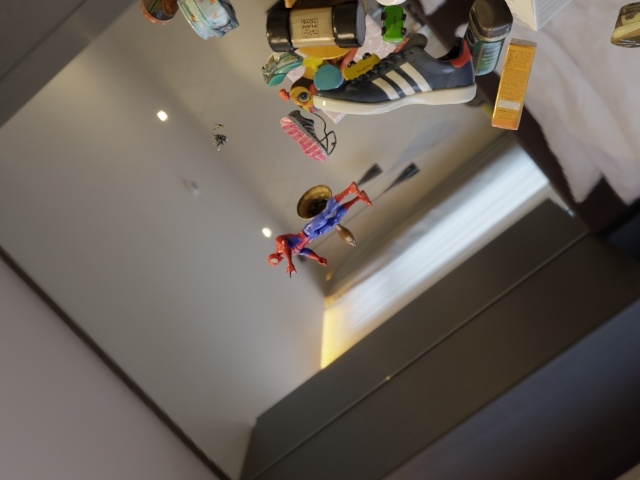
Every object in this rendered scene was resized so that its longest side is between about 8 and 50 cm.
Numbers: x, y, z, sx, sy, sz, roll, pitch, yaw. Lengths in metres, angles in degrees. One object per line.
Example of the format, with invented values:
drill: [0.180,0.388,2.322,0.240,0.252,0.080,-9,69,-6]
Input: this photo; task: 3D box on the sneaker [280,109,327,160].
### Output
sneaker: [-0.033,-0.294,1.974,0.170,0.063,0.074,44,-129,-20]

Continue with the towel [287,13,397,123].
towel: [0.069,-0.599,2.382,0.317,0.332,0.053,39,-166,-34]

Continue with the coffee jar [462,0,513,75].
coffee jar: [0.359,-0.447,1.559,0.184,0.079,0.096,87,166,-72]

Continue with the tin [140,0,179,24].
tin: [-0.486,-0.746,2.209,0.106,0.040,0.189,35,-122,-25]

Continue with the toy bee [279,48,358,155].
toy bee: [-0.016,-0.381,1.739,0.162,0.298,0.195,14,155,17]

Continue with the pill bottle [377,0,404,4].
pill bottle: [0.208,-0.715,1.936,0.117,0.117,0.215,48,-139,-18]

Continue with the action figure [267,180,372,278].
action figure: [0.000,0.000,1.653,0.091,0.280,0.139,36,-155,-54]

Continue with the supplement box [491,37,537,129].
supplement box: [0.532,-0.429,1.971,0.080,0.233,0.078,11,-151,14]

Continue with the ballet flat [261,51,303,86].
ballet flat: [-0.096,-0.415,1.679,0.070,0.070,0.188,49,158,-12]

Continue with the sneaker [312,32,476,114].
sneaker: [0.150,-0.349,1.478,0.131,0.350,0.148,-133,35,-65]

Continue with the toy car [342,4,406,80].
toy car: [0.176,-0.457,1.720,0.053,0.239,0.224,89,-176,-71]

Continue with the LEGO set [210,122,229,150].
LEGO set: [-0.278,-0.291,1.981,0.054,0.023,0.083,-8,-104,-39]

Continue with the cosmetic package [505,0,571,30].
cosmetic package: [0.518,-0.651,1.766,0.151,0.151,0.183,39,166,39]

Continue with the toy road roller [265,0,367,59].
toy road roller: [0.000,-0.552,1.514,0.240,0.203,0.329,-53,-40,-63]

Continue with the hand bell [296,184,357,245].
hand bell: [0.043,-0.052,2.213,0.242,0.126,0.126,46,-168,-42]

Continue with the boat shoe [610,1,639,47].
boat shoe: [0.523,-0.343,1.050,0.080,0.073,0.224,2,178,-26]

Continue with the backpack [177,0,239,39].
backpack: [-0.345,-0.705,2.158,0.165,0.144,0.188,61,180,3]
